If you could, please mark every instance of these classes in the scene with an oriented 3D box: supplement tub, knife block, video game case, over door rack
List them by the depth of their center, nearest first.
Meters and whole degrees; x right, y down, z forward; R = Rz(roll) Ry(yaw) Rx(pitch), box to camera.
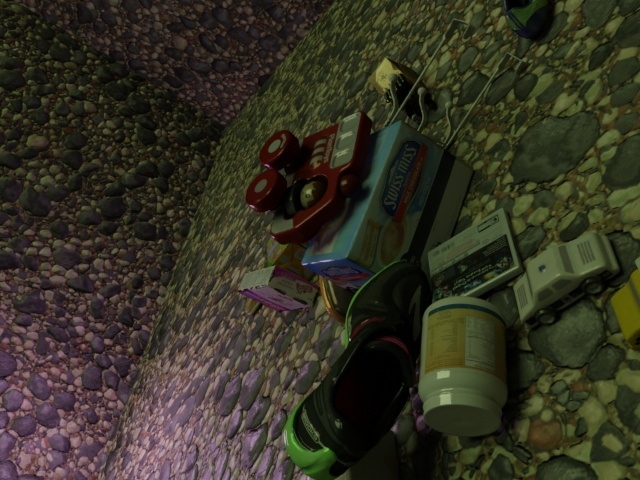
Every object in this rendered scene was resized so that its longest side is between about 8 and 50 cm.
[{"bbox_3d":[0.239,0.210,1.099,0.144,0.144,0.200,-38,32,44],"label":"supplement tub"},{"bbox_3d":[0.300,0.042,1.295,0.190,0.022,0.173,-34,32,28],"label":"video game case"},{"bbox_3d":[0.289,-0.359,1.548,0.324,0.239,0.108,-48,50,29],"label":"over door rack"},{"bbox_3d":[0.268,-0.421,1.918,0.088,0.242,0.275,-50,-21,23],"label":"knife block"}]

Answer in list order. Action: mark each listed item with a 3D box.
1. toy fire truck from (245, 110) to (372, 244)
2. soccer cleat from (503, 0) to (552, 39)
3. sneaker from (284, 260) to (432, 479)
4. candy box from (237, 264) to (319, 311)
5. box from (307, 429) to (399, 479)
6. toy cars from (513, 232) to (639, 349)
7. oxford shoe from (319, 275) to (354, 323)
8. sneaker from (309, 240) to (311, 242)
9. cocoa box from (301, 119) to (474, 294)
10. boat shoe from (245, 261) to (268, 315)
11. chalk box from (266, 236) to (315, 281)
[{"bbox_3d":[-0.009,-0.140,1.462,0.254,0.169,0.302,-19,44,37],"label":"toy fire truck"},{"bbox_3d":[0.494,-0.605,1.566,0.093,0.121,0.289,-34,34,49],"label":"soccer cleat"},{"bbox_3d":[0.118,0.217,1.186,0.202,0.185,0.483,-38,16,47],"label":"sneaker"},{"bbox_3d":[-0.130,0.147,1.962,0.233,0.159,0.071,-15,51,60],"label":"candy box"},{"bbox_3d":[0.061,0.487,1.181,0.148,0.121,0.311,-47,26,31],"label":"box"},{"bbox_3d":[0.420,0.058,0.968,0.176,0.087,0.393,-65,22,-10],"label":"toy cars"},{"bbox_3d":[0.093,0.039,1.655,0.132,0.130,0.364,-32,35,43],"label":"oxford shoe"},{"bbox_3d":[0.000,0.000,1.933,0.215,0.083,0.084,-109,42,-69],"label":"sneaker"},{"bbox_3d":[0.151,-0.055,1.501,0.231,0.228,0.347,-11,53,62],"label":"cocoa box"},{"bbox_3d":[-0.221,0.163,2.256,0.190,0.072,0.068,-63,22,-5],"label":"boat shoe"},{"bbox_3d":[-0.081,0.022,2.047,0.132,0.132,0.213,-52,22,21],"label":"chalk box"}]
